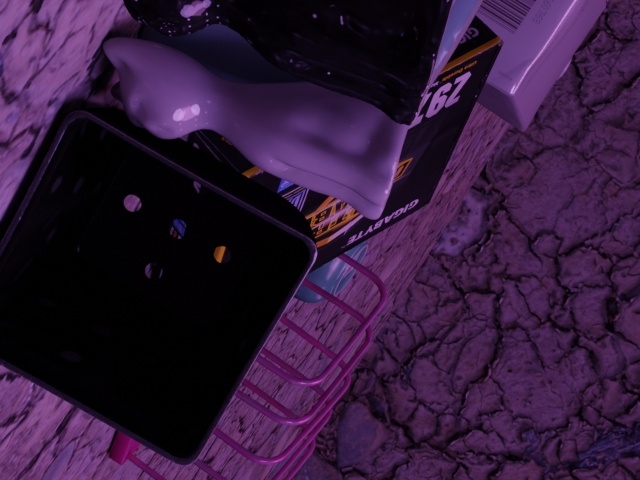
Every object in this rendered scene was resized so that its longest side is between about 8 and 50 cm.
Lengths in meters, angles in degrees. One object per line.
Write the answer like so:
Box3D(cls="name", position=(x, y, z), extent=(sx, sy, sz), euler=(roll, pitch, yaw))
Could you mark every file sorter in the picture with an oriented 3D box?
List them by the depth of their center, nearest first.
Box3D(cls="file sorter", position=(-0.073, 0.142, 1.832), extent=(0.202, 0.182, 0.290), euler=(-48, 167, -43))

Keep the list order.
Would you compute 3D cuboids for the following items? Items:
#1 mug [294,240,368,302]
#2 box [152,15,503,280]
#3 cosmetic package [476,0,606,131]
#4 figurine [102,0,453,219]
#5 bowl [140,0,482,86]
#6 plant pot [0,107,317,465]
Box3D(cls="mug", position=(-0.004, 0.008, 1.994), extent=(0.129, 0.097, 0.158), euler=(-56, 171, -2))
Box3D(cls="box", position=(0.002, -0.067, 1.570), extent=(0.322, 0.079, 0.257), euler=(-30, 156, -32))
Box3D(cls="cosmetic package", position=(0.248, -0.282, 2.154), extent=(0.217, 0.156, 0.385), euler=(-57, 172, 1))
Box3D(cls="figurine", position=(-0.040, -0.111, 1.069), extent=(0.215, 0.209, 0.092), euler=(107, 0, -64))
Box3D(cls="bowl", position=(0.019, -0.185, 1.243), extent=(0.311, 0.163, 0.311), euler=(-54, 172, -12))
Box3D(cls="plant pot", position=(-0.118, 0.013, 1.206), extent=(0.187, 0.188, 0.167), euler=(-60, -176, 16))
